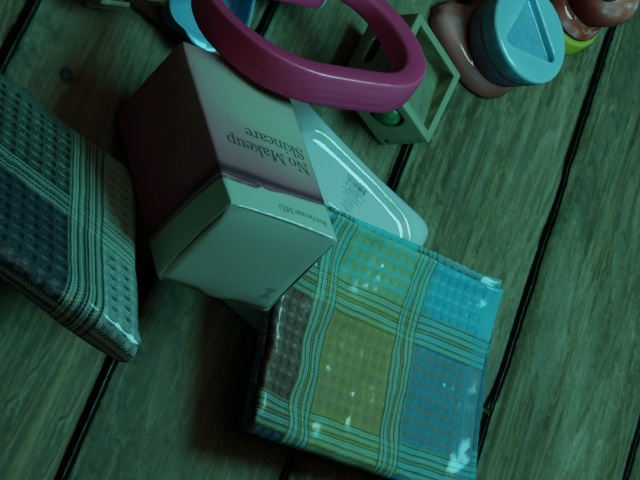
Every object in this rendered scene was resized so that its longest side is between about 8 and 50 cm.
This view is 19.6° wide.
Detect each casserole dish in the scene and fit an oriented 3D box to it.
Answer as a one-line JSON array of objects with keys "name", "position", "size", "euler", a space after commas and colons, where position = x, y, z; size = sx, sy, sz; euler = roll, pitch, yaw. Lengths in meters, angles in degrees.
[{"name": "casserole dish", "position": [-0.125, -0.292, 2.069], "size": [0.114, 0.037, 0.188], "euler": [27, 63, -34]}]

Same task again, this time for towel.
[{"name": "towel", "position": [-0.295, -0.056, 1.748], "size": [0.312, 0.056, 0.324], "euler": [39, 21, -25]}, {"name": "towel", "position": [0.070, 0.126, 2.078], "size": [0.370, 0.040, 0.271], "euler": [24, 72, -44]}]

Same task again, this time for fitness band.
[{"name": "fitness band", "position": [-0.011, -0.227, 2.029], "size": [0.290, 0.054, 0.209], "euler": [3, 46, -42]}]

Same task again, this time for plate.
[{"name": "plate", "position": [0.000, 0.000, 2.099], "size": [0.277, 0.045, 0.278], "euler": [44, 54, -24]}]

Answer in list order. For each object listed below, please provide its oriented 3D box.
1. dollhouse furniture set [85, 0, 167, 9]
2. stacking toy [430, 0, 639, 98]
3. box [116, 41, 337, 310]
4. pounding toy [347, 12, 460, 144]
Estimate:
[{"name": "dollhouse furniture set", "position": [-0.160, -0.322, 2.002], "size": [0.181, 0.101, 0.161], "euler": [4, 100, -26]}, {"name": "stacking toy", "position": [0.269, -0.347, 2.371], "size": [0.309, 0.130, 0.280], "euler": [-36, 104, -42]}, {"name": "box", "position": [-0.099, -0.066, 1.910], "size": [0.148, 0.127, 0.232], "euler": [19, 39, -39]}, {"name": "pounding toy", "position": [0.073, -0.185, 2.191], "size": [0.130, 0.100, 0.141], "euler": [52, 52, -37]}]
